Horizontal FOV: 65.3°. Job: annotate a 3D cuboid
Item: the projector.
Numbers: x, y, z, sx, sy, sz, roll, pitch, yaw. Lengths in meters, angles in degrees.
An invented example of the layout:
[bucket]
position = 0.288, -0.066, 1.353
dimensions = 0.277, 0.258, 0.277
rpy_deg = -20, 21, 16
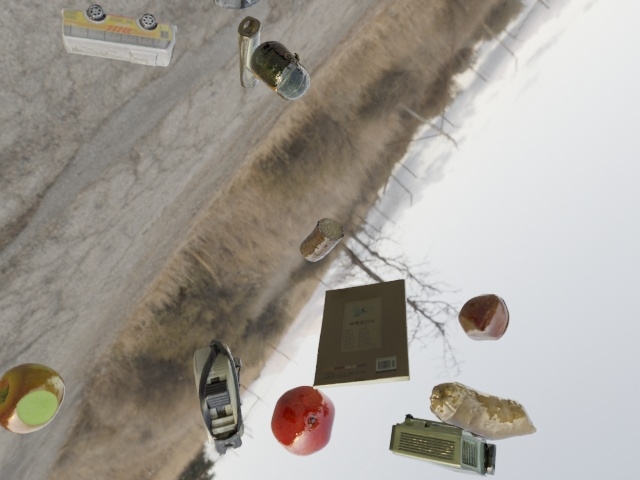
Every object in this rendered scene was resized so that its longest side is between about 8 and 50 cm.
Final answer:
[projector]
position = 0.269, 0.439, 1.060
dimensions = 0.269, 0.193, 0.088
rpy_deg = 48, 49, -55

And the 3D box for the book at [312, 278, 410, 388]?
[book]
position = 0.102, 0.214, 1.193
dimensions = 0.216, 0.021, 0.310
rpy_deg = -10, -145, 15

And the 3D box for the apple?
[apple]
position = -0.506, 0.269, 0.862
dimensions = 0.099, 0.102, 0.114
rpy_deg = 16, -112, 46

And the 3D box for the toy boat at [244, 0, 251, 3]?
[toy boat]
position = -0.189, -0.667, 1.317
dimensions = 0.038, 0.038, 0.083
rpy_deg = -63, 155, -82

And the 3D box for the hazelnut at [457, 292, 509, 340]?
[hazelnut]
position = 0.466, 0.217, 1.427
dimensions = 0.143, 0.143, 0.154
rpy_deg = -49, 165, -13

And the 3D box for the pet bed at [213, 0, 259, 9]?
[pet bed]
position = -0.283, -0.911, 1.714
dimensions = 0.183, 0.159, 0.211
rpy_deg = -16, 154, -23

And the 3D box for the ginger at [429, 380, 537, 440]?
[ginger]
position = 0.264, 0.285, 0.829
dimensions = 0.095, 0.190, 0.069
rpy_deg = 118, -9, -61

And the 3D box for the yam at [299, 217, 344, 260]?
[yam]
position = 0.002, -0.002, 1.406
dimensions = 0.084, 0.084, 0.127
rpy_deg = -50, -178, -42

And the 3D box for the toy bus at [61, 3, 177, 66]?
[toy bus]
position = -0.501, -0.510, 1.256
dimensions = 0.092, 0.268, 0.106
rpy_deg = 152, -62, -66

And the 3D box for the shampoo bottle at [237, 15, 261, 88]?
[shampoo bottle]
position = -0.298, -0.771, 2.104
dimensions = 0.350, 0.084, 0.126
rpy_deg = 109, 5, -69

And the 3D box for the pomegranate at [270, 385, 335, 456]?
[pomegranate]
position = -0.059, 0.598, 1.661
dimensions = 0.221, 0.221, 0.257
rpy_deg = -49, 168, -21

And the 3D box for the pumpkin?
[pumpkin]
position = -0.142, -0.617, 1.807
dimensions = 0.159, 0.238, 0.238
rpy_deg = -51, -178, 5

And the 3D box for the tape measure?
[tape measure]
position = -0.279, 0.415, 1.405
dimensions = 0.132, 0.232, 0.271
rpy_deg = -10, -163, -10
